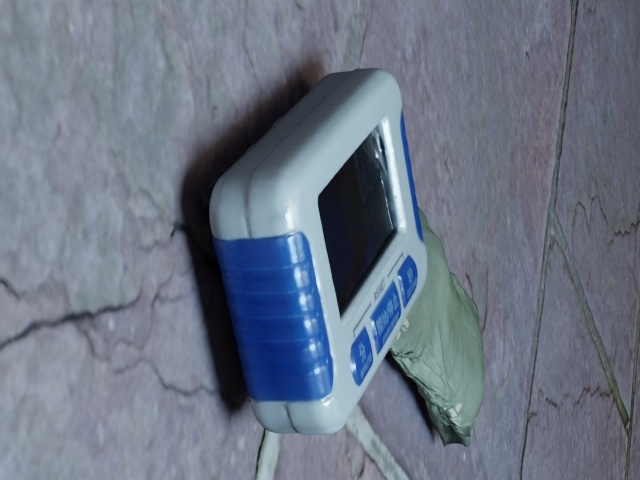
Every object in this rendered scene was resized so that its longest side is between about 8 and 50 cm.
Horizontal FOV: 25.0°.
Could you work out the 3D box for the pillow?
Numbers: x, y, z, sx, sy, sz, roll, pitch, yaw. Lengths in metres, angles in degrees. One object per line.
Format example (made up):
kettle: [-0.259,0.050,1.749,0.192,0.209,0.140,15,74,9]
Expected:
pillow: [0.098,0.071,1.247,0.229,0.050,0.148,58,31,-53]

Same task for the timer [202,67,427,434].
timer: [0.000,0.000,0.958,0.253,0.078,0.178,-50,133,-61]
